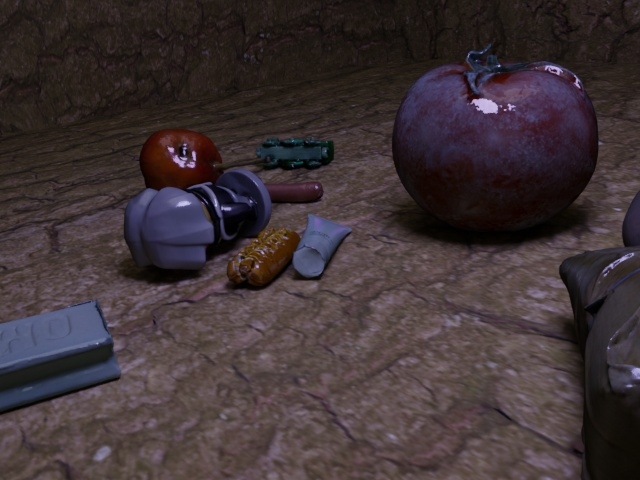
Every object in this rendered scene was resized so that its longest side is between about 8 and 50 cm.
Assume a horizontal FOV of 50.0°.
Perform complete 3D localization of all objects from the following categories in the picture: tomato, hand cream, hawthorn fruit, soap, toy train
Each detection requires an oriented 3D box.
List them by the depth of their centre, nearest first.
[{"bbox_3d":[-0.335,0.132,0.764,0.199,0.063,0.114,-15,24,-22],"label":"soap"},{"bbox_3d":[0.000,0.000,1.061,0.078,0.049,0.205,17,20,4],"label":"hand cream"},{"bbox_3d":[0.271,-0.161,1.086,0.317,0.282,0.316,-2,22,1],"label":"tomato"},{"bbox_3d":[-0.224,-0.156,1.386,0.286,0.165,0.165,-2,20,14],"label":"hawthorn fruit"},{"bbox_3d":[-0.059,-0.210,1.618,0.178,0.071,0.104,2,14,16],"label":"toy train"}]

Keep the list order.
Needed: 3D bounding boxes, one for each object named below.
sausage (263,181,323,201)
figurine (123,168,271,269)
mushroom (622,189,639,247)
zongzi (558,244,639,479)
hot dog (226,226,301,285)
[{"bbox_3d":[-0.085,-0.098,1.352,0.187,0.043,0.043,3,22,20],"label":"sausage"},{"bbox_3d":[-0.205,-0.034,1.088,0.176,0.132,0.236,-3,16,34],"label":"figurine"},{"bbox_3d":[0.447,0.006,0.839,0.117,0.141,0.188,-43,24,-2],"label":"mushroom"},{"bbox_3d":[0.389,0.088,0.564,0.356,0.174,0.393,4,16,13],"label":"zongzi"},{"bbox_3d":[-0.080,0.022,1.024,0.071,0.045,0.165,1,21,20],"label":"hot dog"}]
